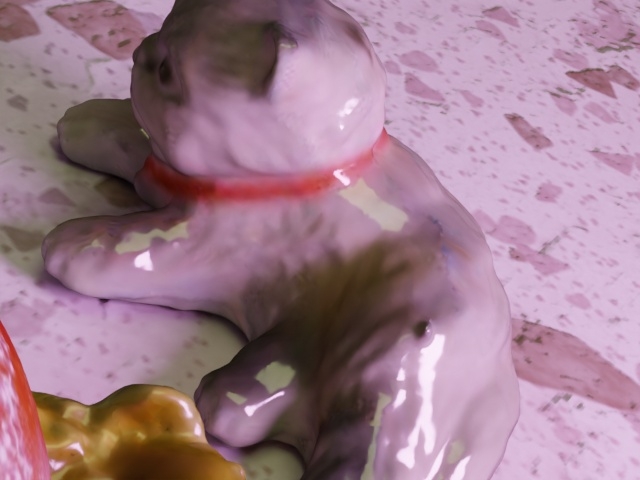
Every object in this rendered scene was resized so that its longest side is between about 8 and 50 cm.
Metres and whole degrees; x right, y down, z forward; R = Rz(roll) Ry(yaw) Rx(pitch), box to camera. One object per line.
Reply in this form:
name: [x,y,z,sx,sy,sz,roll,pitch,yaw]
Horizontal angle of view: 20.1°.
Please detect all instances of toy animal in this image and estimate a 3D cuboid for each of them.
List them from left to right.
toy animal: [0.000,0.000,0.928,0.266,0.188,0.308,26,30,-14]

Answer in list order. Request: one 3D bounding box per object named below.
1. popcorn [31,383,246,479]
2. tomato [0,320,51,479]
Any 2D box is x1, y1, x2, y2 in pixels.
popcorn: [-0.113,0.149,0.680,0.198,0.155,0.197,9,49,-10]
tomato: [-0.203,0.096,0.488,0.270,0.270,0.227,10,19,-20]
